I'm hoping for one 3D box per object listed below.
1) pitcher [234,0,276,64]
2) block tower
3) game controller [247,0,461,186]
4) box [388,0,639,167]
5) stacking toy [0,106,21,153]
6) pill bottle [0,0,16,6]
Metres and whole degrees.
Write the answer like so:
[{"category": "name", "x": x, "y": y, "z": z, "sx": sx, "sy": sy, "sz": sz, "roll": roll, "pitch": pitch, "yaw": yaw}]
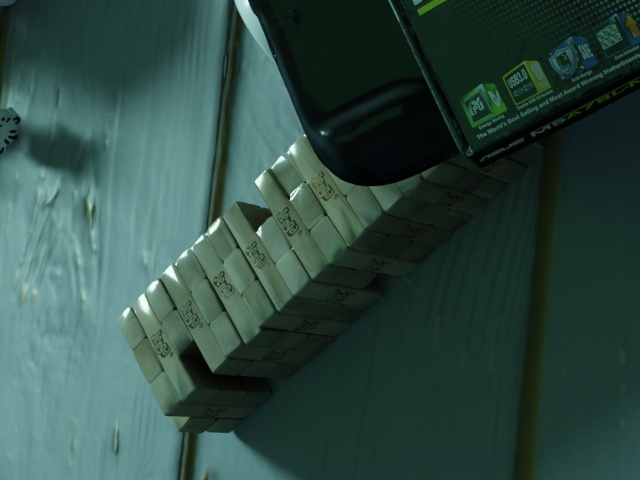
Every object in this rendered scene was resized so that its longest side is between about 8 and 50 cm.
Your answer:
[{"category": "pitcher", "x": 0.037, "y": -0.215, "z": 0.852, "sx": 0.207, "sy": 0.125, "sz": 0.178, "roll": -36, "pitch": 56, "yaw": 15}, {"category": "block tower", "x": 0.000, "y": 0.000, "z": 0.854, "sx": 0.335, "sy": 0.091, "sz": 0.097, "roll": -45, "pitch": 60, "yaw": 22}, {"category": "game controller", "x": 0.023, "y": -0.196, "z": 0.759, "sx": 0.166, "sy": 0.067, "sz": 0.319, "roll": -27, "pitch": 76, "yaw": 24}, {"category": "box", "x": 0.125, "y": -0.160, "z": 0.654, "sx": 0.190, "sy": 0.045, "sz": 0.184, "roll": -26, "pitch": 76, "yaw": 14}, {"category": "stacking toy", "x": -0.375, "y": -0.079, "z": 1.156, "sx": 0.167, "sy": 0.052, "sz": 0.221, "roll": 45, "pitch": 110, "yaw": 34}, {"category": "pill bottle", "x": -0.419, "y": -0.277, "z": 1.107, "sx": 0.301, "sy": 0.169, "sz": 0.169, "roll": 4, "pitch": 84, "yaw": 7}]
